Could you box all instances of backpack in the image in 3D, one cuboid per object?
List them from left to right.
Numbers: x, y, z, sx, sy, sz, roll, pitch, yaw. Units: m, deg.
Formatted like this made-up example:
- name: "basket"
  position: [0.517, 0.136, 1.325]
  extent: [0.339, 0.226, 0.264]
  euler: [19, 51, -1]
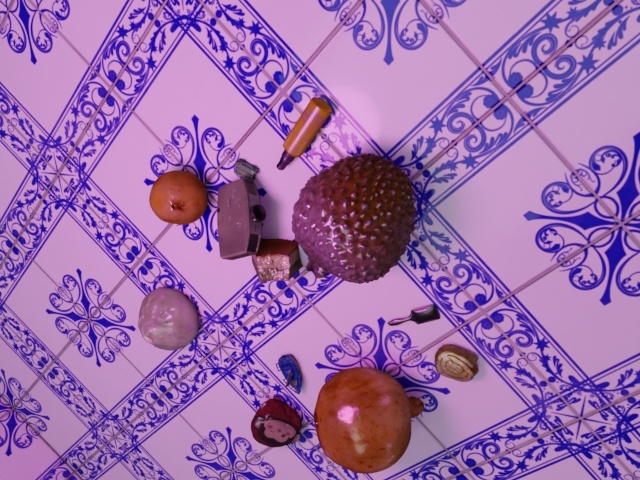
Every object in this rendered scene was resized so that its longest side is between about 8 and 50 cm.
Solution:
- name: "backpack"
  position: [-0.197, 0.787, 2.204]
  extent: [0.229, 0.139, 0.230]
  euler: [1, 120, 2]

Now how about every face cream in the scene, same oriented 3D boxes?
- name: "face cream"
  position: [-0.066, -0.341, 1.717]
  extent: [0.078, 0.078, 0.273]
  euler: [39, 120, 2]

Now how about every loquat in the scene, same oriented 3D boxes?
- name: "loquat"
  position: [-0.520, -0.157, 1.899]
  extent: [0.207, 0.208, 0.208]
  euler: [8, 114, 18]

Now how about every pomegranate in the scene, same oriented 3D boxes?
- name: "pomegranate"
  position: [0.182, 0.640, 1.883]
  extent: [0.409, 0.410, 0.411]
  euler: [8, 114, 18]

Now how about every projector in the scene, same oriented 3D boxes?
- name: "projector"
  position: [-0.276, -0.076, 1.827]
  extent: [0.193, 0.088, 0.270]
  euler: [-14, 75, 39]

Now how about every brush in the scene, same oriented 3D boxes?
- name: "brush"
  position: [0.329, 0.277, 1.851]
  extent: [0.193, 0.016, 0.063]
  euler: [-20, 102, 27]

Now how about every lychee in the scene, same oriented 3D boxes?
- name: "lychee"
  position: [0.104, -0.064, 1.602]
  extent: [0.380, 0.380, 0.432]
  euler: [36, 92, 4]

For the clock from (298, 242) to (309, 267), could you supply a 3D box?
- name: "clock"
  position: [0.000, 0.000, 1.838]
  extent: [0.159, 0.066, 0.211]
  euler: [-2, 110, 22]

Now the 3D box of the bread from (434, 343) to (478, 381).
- name: "bread"
  position: [0.480, 0.434, 1.830]
  extent: [0.156, 0.064, 0.118]
  euler: [23, 122, 10]

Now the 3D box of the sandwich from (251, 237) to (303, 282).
- name: "sandwich"
  position: [-0.191, 0.069, 1.874]
  extent: [0.219, 0.186, 0.108]
  euler: [5, 110, 20]

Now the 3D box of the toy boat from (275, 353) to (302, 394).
- name: "toy boat"
  position: [-0.126, 0.557, 2.092]
  extent: [0.091, 0.110, 0.175]
  euler: [-16, 106, 26]

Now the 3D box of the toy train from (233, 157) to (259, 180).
- name: "toy train"
  position: [-0.267, -0.252, 1.857]
  extent: [0.093, 0.038, 0.056]
  euler: [29, 125, 8]

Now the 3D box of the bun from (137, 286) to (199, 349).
- name: "bun"
  position: [-0.655, 0.344, 2.171]
  extent: [0.282, 0.179, 0.284]
  euler: [6, 111, 17]
